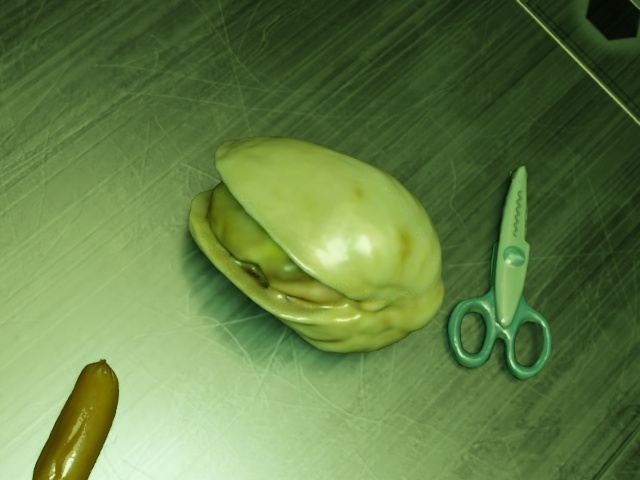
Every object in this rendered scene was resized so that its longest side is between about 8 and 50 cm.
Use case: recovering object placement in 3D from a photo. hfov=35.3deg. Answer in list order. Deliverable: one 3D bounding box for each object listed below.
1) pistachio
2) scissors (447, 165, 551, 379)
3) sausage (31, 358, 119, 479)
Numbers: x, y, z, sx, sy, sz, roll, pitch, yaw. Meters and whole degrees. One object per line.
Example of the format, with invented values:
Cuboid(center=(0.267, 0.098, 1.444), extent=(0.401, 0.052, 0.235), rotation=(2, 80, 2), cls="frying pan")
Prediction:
Cuboid(center=(0.000, 0.000, 1.185), extent=(0.321, 0.229, 0.238), rotation=(31, 27, 3), cls="pistachio")
Cuboid(center=(0.247, 0.035, 1.322), extent=(0.138, 0.041, 0.289), rotation=(11, 71, -1), cls="scissors")
Cuboid(center=(-0.272, 0.219, 1.136), extent=(0.062, 0.054, 0.183), rotation=(38, 63, -30), cls="sausage")
